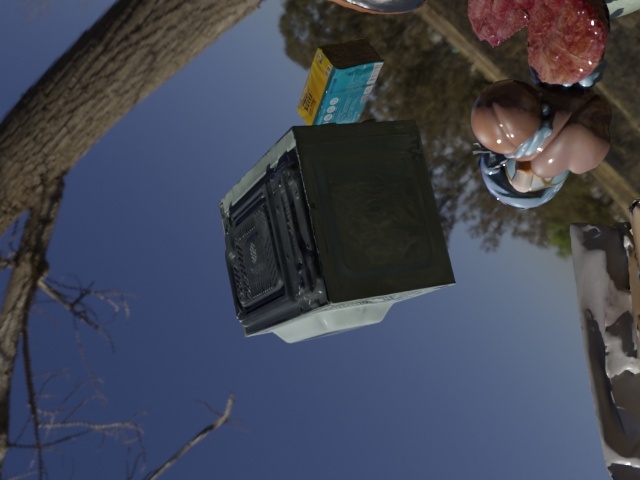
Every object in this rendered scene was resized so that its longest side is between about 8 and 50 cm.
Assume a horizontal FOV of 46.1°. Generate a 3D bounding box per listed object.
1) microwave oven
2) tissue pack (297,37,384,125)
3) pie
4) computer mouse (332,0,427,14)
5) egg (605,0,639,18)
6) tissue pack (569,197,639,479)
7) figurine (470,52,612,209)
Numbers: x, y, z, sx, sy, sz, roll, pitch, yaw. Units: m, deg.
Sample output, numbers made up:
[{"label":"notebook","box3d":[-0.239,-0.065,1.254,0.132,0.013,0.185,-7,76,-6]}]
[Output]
[{"label":"microwave oven","box3d":[0.000,0.000,0.661,0.122,0.208,0.162,-7,-101,-25]},{"label":"tissue pack","box3d":[0.034,-0.301,1.448,0.120,0.169,0.082,-17,-118,-29]},{"label":"pie","box3d":[0.323,-0.326,1.108,0.219,0.054,0.204,42,158,-2]},{"label":"computer mouse","box3d":[0.037,-0.446,1.122,0.323,0.183,0.116,18,-154,14]},{"label":"egg","box3d":[0.570,-0.566,1.465,0.258,0.352,0.258,8,-103,-36]},{"label":"tissue pack","box3d":[0.381,0.106,0.754,0.238,0.239,0.305,7,-106,-66]},{"label":"figurine","box3d":[0.417,-0.214,1.421,0.248,0.276,0.388,40,175,4]}]
